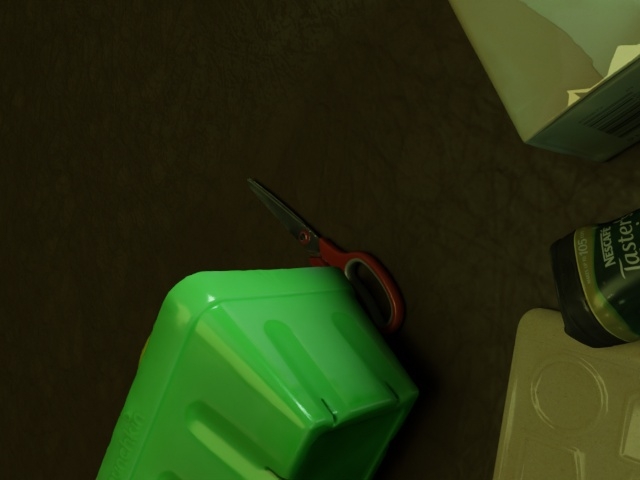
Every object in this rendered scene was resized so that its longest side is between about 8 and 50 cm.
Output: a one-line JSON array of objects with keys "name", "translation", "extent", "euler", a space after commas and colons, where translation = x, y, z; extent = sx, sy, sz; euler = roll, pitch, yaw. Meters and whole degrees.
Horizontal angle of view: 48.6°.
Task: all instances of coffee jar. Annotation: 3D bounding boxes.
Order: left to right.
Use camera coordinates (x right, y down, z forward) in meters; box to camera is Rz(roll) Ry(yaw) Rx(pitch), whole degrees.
[{"name": "coffee jar", "translation": [0.260, 0.011, 0.520], "extent": [0.184, 0.079, 0.096], "euler": [-33, 43, 39]}]

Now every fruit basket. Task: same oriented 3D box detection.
[{"name": "fruit basket", "translation": [-0.116, 0.172, 0.767], "extent": [0.392, 0.283, 0.391], "euler": [0, 90, 40]}]

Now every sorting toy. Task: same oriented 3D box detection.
[{"name": "sorting toy", "translation": [0.238, 0.175, 0.579], "extent": [0.193, 0.038, 0.208], "euler": [13, 93, 44]}]

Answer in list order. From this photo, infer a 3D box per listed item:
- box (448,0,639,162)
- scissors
[{"name": "box", "translation": [0.179, -0.229, 0.573], "extent": [0.121, 0.148, 0.311], "euler": [-39, 61, 38]}, {"name": "scissors", "translation": [0.000, 0.000, 0.834], "extent": [0.109, 0.021, 0.297], "euler": [-52, 54, 33]}]
